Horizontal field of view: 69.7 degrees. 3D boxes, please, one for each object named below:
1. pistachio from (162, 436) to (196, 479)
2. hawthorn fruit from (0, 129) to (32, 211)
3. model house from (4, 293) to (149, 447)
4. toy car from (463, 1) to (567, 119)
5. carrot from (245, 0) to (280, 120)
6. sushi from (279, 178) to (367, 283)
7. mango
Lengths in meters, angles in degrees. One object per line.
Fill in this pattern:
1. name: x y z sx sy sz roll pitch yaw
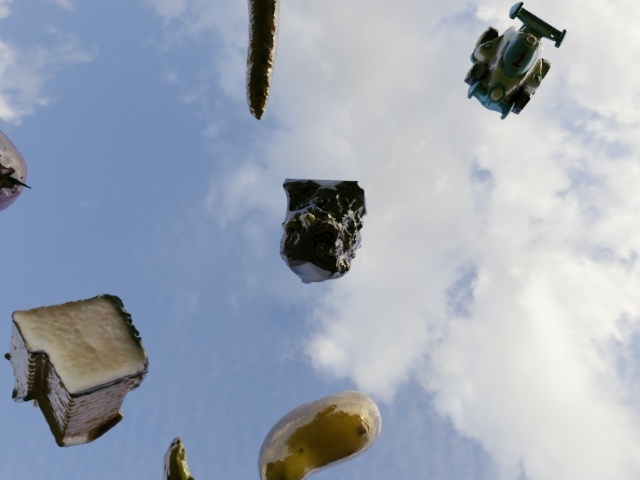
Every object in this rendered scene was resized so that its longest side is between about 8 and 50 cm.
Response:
1. pistachio: -0.257 0.449 0.831 0.089 0.049 0.173 -25 -105 37
2. hawthorn fruit: -0.568 -0.117 0.743 0.235 0.181 0.181 23 -97 15
3. model house: -0.384 0.214 0.728 0.183 0.166 0.172 43 -61 27
4. toy car: 0.301 -0.282 0.722 0.126 0.098 0.161 33 -118 2
5. carrot: -0.111 -0.369 0.863 0.066 0.066 0.314 1 -107 -3
6. sushi: 0.000 0.000 0.863 0.153 0.172 0.150 4 -135 18
7. mango: -0.003 0.326 0.777 0.262 0.157 0.109 -4 -97 -47
